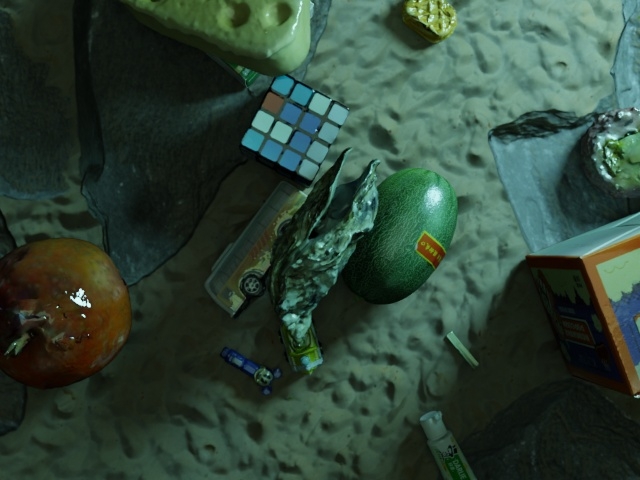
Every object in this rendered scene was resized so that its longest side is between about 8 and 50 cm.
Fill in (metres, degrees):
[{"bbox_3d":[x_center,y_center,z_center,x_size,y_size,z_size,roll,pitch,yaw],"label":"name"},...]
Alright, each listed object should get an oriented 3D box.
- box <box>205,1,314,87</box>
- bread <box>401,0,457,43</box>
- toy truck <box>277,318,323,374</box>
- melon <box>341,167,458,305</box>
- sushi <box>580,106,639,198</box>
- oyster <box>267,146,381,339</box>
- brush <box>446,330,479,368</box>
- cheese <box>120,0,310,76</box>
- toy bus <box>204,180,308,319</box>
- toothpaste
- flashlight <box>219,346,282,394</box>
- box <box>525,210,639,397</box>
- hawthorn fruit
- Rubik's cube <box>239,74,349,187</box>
[{"bbox_3d":[-0.124,-0.405,1.749,0.135,0.081,0.199,41,86,-1],"label":"box"},{"bbox_3d":[0.209,-0.429,1.780,0.110,0.044,0.083,38,87,1],"label":"bread"},{"bbox_3d":[-0.034,0.197,1.744,0.076,0.077,0.111,-17,90,-2],"label":"toy truck"},{"bbox_3d":[0.137,0.001,1.703,0.182,0.182,0.288,36,89,-1],"label":"melon"},{"bbox_3d":[0.604,-0.139,1.764,0.241,0.107,0.161,41,91,-2],"label":"sushi"},{"bbox_3d":[-0.003,0.004,1.621,0.158,0.162,0.351,23,97,17],"label":"oyster"},{"bbox_3d":[0.271,0.210,1.790,0.016,0.013,0.084,-39,84,-7],"label":"brush"},{"bbox_3d":[-0.139,-0.440,1.644,0.384,0.104,0.384,-4,72,14],"label":"cheese"},{"bbox_3d":[-0.109,0.017,1.740,0.106,0.092,0.268,36,88,7],"label":"toy bus"},{"bbox_3d":[0.271,0.470,1.771,0.058,0.056,0.314,-24,95,38],"label":"toothpaste"},{"bbox_3d":[-0.134,0.240,1.760,0.121,0.035,0.057,32,89,-2],"label":"flashlight"},{"bbox_3d":[0.585,0.089,1.637,0.318,0.348,0.257,-22,90,-4],"label":"box"},{"bbox_3d":[-0.474,0.139,1.621,0.276,0.307,0.276,0,103,0],"label":"hawthorn fruit"},{"bbox_3d":[-0.050,-0.199,1.711,0.151,0.155,0.154,29,89,-4],"label":"Rubik's cube"}]
